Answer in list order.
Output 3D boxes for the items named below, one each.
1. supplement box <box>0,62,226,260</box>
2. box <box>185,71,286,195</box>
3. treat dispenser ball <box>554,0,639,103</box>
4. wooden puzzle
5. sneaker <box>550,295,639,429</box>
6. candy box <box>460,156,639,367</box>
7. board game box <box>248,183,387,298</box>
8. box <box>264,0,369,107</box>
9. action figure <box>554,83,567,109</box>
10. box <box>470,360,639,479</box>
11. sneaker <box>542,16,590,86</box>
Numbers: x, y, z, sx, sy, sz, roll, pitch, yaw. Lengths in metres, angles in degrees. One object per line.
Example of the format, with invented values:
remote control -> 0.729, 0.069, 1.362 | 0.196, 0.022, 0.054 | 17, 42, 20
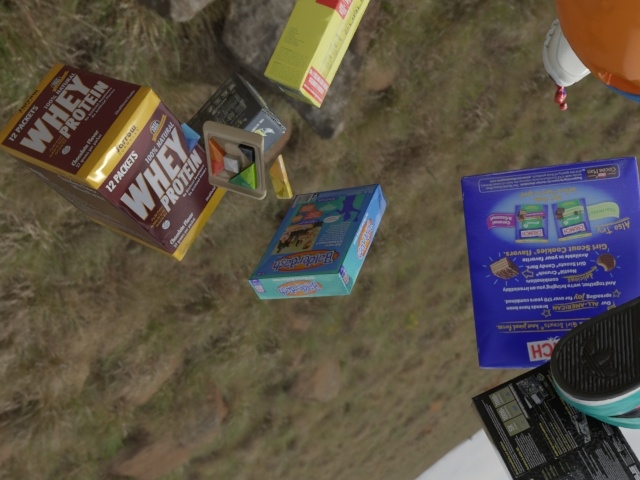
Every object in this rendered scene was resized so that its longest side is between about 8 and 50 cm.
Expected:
supplement box -> -0.256, -0.099, 0.850 | 0.129, 0.191, 0.194 | -59, 146, -16
box -> -0.174, -0.142, 1.071 | 0.232, 0.183, 0.059 | -46, 125, 9
treat dispenser ball -> 0.383, -0.275, 0.666 | 0.288, 0.288, 0.288 | -34, 160, -14
wooden puzzle -> -0.085, -0.078, 0.665 | 0.014, 0.116, 0.078 | -53, 147, -46
sneaker -> 0.402, 0.125, 0.754 | 0.296, 0.123, 0.178 | -22, 150, 6
candy box -> 0.378, 0.040, 1.094 | 0.268, 0.317, 0.122 | -5, 180, 18
board game box -> 0.000, 0.000, 1.053 | 0.047, 0.160, 0.210 | 63, 37, -33
box -> 0.012, -0.296, 0.864 | 0.232, 0.058, 0.087 | -64, 161, 2
action figure -> 0.457, -0.303, 1.281 | 0.030, 0.115, 0.038 | -1, 167, 3
box -> 0.300, 0.257, 0.858 | 0.147, 0.180, 0.077 | -26, 157, 2
sneaker -> 0.483, -0.379, 1.107 | 0.292, 0.110, 0.118 | -48, -170, -3
